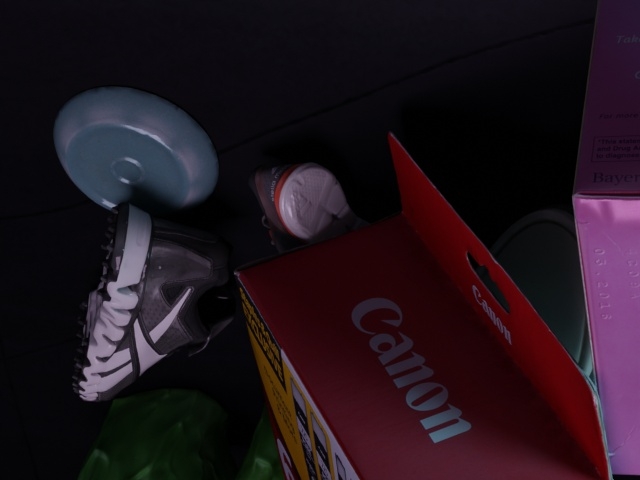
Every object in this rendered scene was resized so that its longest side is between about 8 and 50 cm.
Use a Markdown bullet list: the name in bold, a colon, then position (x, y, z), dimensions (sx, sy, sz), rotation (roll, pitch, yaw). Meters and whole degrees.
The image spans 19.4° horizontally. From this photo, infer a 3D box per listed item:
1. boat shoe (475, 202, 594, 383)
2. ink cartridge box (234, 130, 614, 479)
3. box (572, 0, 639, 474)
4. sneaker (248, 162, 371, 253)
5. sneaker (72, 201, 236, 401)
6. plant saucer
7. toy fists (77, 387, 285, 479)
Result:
- **boat shoe**: position (0.161, 0.090, 1.298), dimensions (0.112, 0.095, 0.335), rotation (41, 142, 30)
- **ink cartridge box**: position (0.062, 0.126, 1.145), dimensions (0.130, 0.309, 0.272), rotation (-20, 126, -11)
- **box**: position (0.214, -0.029, 1.028), dimensions (0.117, 0.243, 0.213), rotation (0, 134, 14)
- **sneaker**: position (0.000, 0.000, 1.284), dimensions (0.065, 0.061, 0.158), rotation (18, 147, 43)
- **sneaker**: position (-0.118, 0.058, 1.352), dimensions (0.106, 0.078, 0.234), rotation (9, 146, -11)
- **plant saucer**: position (-0.129, -0.053, 1.284), dimensions (0.119, 0.021, 0.119), rotation (10, 137, 10)
- **toy fists**: position (-0.067, 0.189, 1.424), dimensions (0.279, 0.142, 0.096), rotation (-7, 132, 25)
